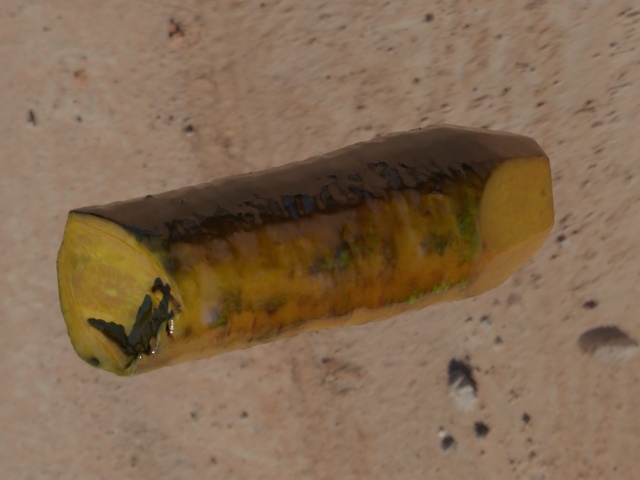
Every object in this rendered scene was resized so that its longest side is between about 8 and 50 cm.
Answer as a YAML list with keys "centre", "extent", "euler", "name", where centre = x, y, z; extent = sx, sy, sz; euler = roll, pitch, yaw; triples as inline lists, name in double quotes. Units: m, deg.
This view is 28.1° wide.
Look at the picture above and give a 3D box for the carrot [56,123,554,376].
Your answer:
- centre: [0.000, 0.000, 0.764]
  extent: [0.114, 0.301, 0.114]
  euler: [43, 140, 51]
  name: "carrot"
